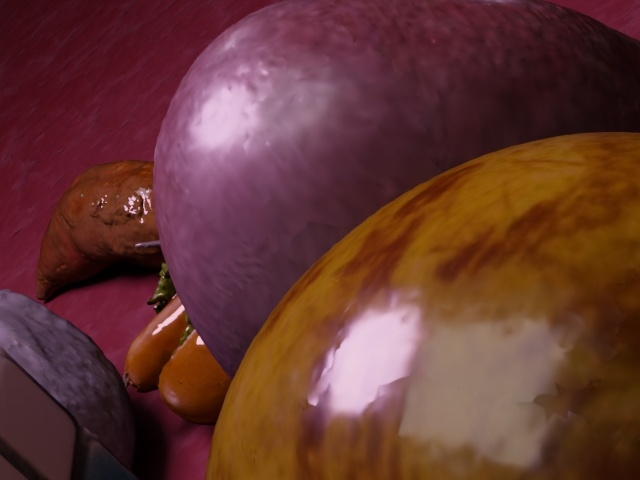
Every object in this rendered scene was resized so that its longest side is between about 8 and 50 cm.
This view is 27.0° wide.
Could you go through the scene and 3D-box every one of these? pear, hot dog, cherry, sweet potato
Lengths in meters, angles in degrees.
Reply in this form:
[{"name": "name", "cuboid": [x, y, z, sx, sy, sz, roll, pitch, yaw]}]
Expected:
[{"name": "pear", "cuboid": [0.095, 0.091, 0.450, 0.281, 0.281, 0.281, -31, 28, 18]}, {"name": "hot dog", "cuboid": [0.000, 0.000, 0.900, 0.337, 0.100, 0.135, -39, 27, 2]}, {"name": "cherry", "cuboid": [0.053, -0.012, 0.686, 0.307, 0.261, 0.221, -14, 54, 9]}, {"name": "sweet potato", "cuboid": [-0.157, -0.022, 1.143, 0.354, 0.095, 0.106, -13, 77, 48]}]

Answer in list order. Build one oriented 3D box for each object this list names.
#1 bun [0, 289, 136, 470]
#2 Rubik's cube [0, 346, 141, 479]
[{"name": "bun", "cuboid": [-0.304, 0.165, 0.922, 0.362, 0.211, 0.362, -30, 26, 17]}, {"name": "Rubik's cube", "cuboid": [-0.164, 0.248, 0.561, 0.259, 0.253, 0.256, -32, 28, 12]}]
